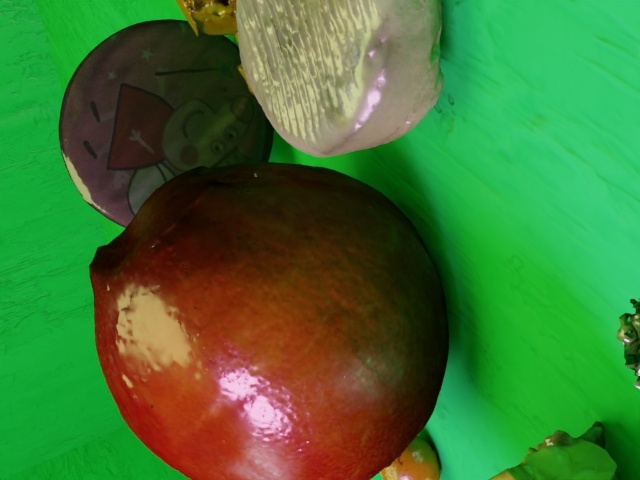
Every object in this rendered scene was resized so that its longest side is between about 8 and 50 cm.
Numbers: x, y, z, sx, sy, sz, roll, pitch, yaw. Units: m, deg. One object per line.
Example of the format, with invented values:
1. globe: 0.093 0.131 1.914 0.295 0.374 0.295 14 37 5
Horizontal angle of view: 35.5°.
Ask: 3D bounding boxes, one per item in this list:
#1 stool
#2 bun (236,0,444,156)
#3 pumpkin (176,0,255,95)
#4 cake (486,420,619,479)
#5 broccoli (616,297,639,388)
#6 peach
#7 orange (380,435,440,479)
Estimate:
1. stool: -0.194 -0.138 1.316 0.178 0.272 0.272 125 123 -88
2. bun: 0.024 -0.177 0.832 0.237 0.116 0.210 -38 71 56
3. pumpkin: -0.074 -0.243 1.054 0.183 0.107 0.119 52 164 23
4. cake: 0.166 0.295 0.761 0.227 0.286 0.222 58 -171 23
5. broccoli: 0.237 0.028 0.422 0.220 0.194 0.194 -80 -28 -79
6. peach: -0.052 0.085 1.003 0.372 0.290 0.373 12 132 13
7. orange: 0.104 0.267 1.178 0.083 0.070 0.083 160 90 -84
